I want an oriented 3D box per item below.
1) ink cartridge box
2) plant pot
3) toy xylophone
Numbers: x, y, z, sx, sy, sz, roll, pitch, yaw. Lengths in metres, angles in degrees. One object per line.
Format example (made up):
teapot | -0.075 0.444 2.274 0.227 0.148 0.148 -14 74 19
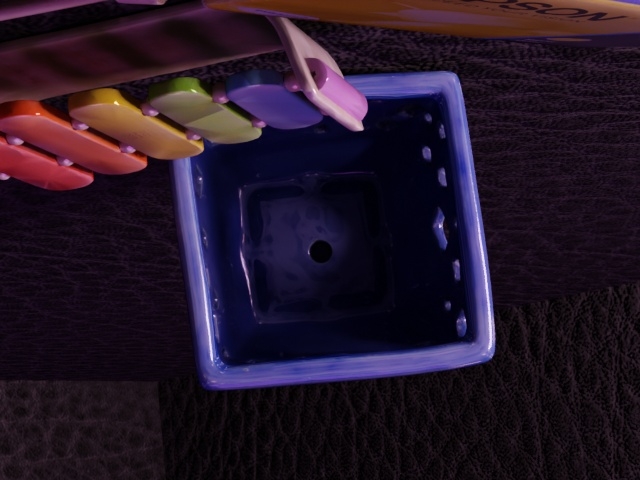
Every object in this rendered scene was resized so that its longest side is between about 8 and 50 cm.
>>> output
ink cartridge box | 0.143 -0.145 0.861 0.304 0.072 0.307 2 -175 -34
plant pot | 0.000 0.000 1.322 0.236 0.236 0.212 -6 175 -5
toy xylophone | -0.144 -0.100 1.085 0.323 0.081 0.236 -12 168 25
